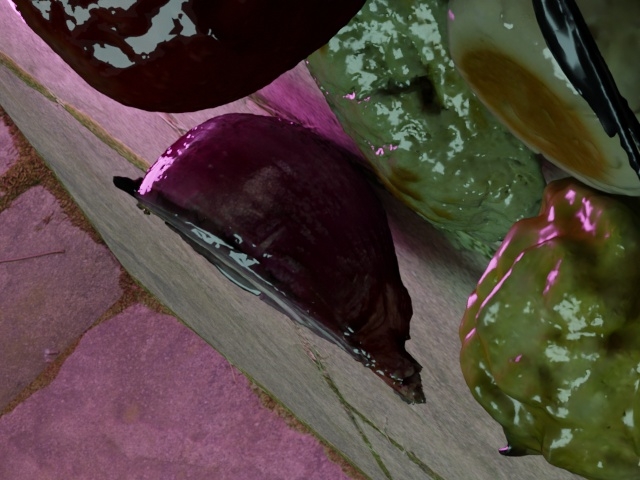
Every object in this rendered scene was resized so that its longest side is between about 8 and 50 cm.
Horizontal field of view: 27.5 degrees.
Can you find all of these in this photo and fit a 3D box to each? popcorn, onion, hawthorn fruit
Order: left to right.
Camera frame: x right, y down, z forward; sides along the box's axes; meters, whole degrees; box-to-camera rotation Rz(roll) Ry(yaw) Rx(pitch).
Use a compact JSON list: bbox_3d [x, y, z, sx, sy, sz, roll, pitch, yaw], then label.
[{"bbox_3d":[-0.048,-0.201,0.714,0.266,0.210,0.230,-18,95,38],"label":"hawthorn fruit"},{"bbox_3d":[0.000,0.000,1.231,0.349,0.159,0.267,34,175,16],"label":"onion"},{"bbox_3d":[0.191,0.073,0.767,0.233,0.192,0.266,39,-171,-16],"label":"popcorn"}]

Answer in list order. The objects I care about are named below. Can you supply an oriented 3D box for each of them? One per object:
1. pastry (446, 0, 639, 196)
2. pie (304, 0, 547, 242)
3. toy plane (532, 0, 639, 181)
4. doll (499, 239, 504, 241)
[{"bbox_3d":[0.138,-0.092,0.671,0.156,0.092,0.156,46,167,14],"label":"pastry"},{"bbox_3d":[0.057,-0.098,0.899,0.248,0.090,0.201,55,166,-20],"label":"pie"},{"bbox_3d":[0.198,-0.029,0.560,0.381,0.155,0.106,66,163,-12],"label":"toy plane"},{"bbox_3d":[0.176,0.079,1.029,0.221,0.105,0.114,65,-167,-56],"label":"doll"}]
